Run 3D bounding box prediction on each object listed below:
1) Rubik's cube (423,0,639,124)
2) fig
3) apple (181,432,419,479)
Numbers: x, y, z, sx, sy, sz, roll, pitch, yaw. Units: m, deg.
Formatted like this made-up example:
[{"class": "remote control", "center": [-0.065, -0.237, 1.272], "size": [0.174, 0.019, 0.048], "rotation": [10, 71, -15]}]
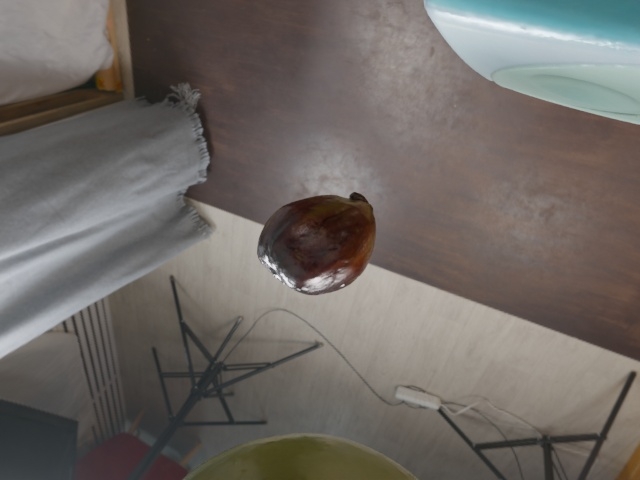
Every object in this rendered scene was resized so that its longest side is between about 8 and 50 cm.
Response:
[{"class": "Rubik's cube", "center": [0.358, -0.327, 0.432], "size": [0.351, 0.347, 0.352], "rotation": [33, 112, 31]}, {"class": "fig", "center": [-0.006, 0.011, 0.876], "size": [0.263, 0.224, 0.224], "rotation": [-18, 112, 14]}, {"class": "apple", "center": [-0.026, 0.317, 0.292], "size": [0.258, 0.233, 0.295], "rotation": [8, 101, -1]}]
